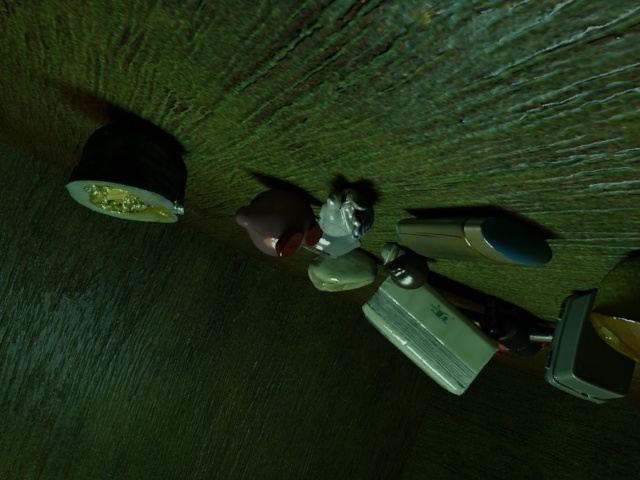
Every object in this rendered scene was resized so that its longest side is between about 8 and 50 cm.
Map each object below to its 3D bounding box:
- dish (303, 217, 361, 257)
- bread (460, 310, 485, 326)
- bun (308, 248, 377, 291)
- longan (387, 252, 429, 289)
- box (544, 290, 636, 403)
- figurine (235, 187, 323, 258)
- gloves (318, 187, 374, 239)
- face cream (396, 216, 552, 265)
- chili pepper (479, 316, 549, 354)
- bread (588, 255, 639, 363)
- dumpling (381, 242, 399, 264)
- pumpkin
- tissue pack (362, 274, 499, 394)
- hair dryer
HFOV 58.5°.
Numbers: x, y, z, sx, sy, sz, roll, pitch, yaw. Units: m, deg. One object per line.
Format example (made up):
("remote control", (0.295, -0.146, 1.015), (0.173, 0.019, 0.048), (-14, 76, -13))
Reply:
("dish", (0.000, 0.000, 1.640), (0.229, 0.081, 0.229), (21, 171, 3))
("bread", (0.579, 0.322, 2.106), (0.233, 0.088, 0.161), (27, 165, -40))
("bun", (0.064, 0.082, 1.811), (0.230, 0.145, 0.229), (-11, 165, -3))
("longan", (0.228, 0.079, 1.484), (0.119, 0.106, 0.106), (12, 179, -38))
("box", (0.556, 0.214, 1.165), (0.148, 0.210, 0.129), (21, 164, 3))
("figurine", (-0.100, -0.045, 1.366), (0.173, 0.173, 0.173), (22, 171, 4))
("gloves", (0.053, -0.055, 1.158), (0.119, 0.097, 0.229), (19, 176, -10))
("face cream", (0.267, -0.001, 1.042), (0.139, 0.067, 0.285), (26, 171, -24))
("chili pepper", (0.639, 0.308, 1.880), (0.253, 0.136, 0.144), (-21, 92, 62))
("bread", (0.551, 0.130, 0.864), (0.270, 0.148, 0.270), (22, 171, 3))
("dumpling", (0.179, 0.037, 1.493), (0.043, 0.059, 0.077), (37, 163, -21))
("pumpkin", (-0.445, -0.172, 1.378), (0.264, 0.196, 0.293), (11, 166, -10))
("tissue pack", (0.320, 0.264, 1.733), (0.380, 0.207, 0.297), (41, 176, 9))
("hair dryer", (0.623, 0.252, 1.616), (0.302, 0.116, 0.244), (-3, 155, 44))
